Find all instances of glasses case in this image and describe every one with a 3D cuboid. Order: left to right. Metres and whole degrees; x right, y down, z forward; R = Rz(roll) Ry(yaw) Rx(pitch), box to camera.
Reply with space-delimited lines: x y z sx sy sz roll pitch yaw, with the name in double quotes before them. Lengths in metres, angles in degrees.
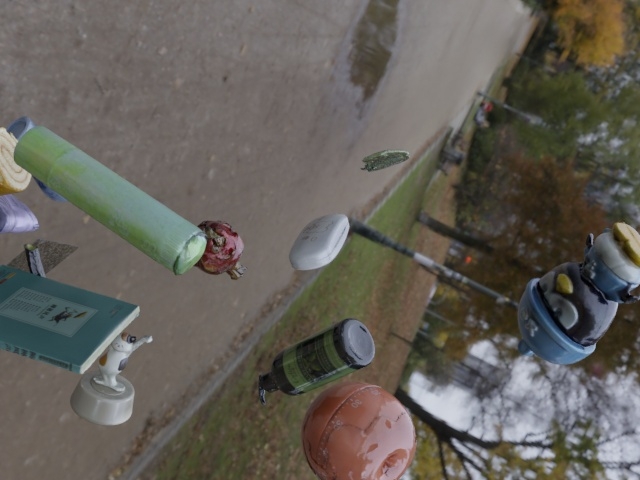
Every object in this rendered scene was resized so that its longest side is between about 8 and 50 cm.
"glasses case" 0.000 0.000 1.336 0.193 0.074 0.049 -60 137 -62

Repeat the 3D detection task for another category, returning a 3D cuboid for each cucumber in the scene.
"cucumber" -0.703 0.072 1.914 0.033 0.034 0.134 -22 107 -49

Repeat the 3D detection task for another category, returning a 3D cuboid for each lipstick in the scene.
"lipstick" -0.298 -0.058 1.102 0.076 0.304 0.076 -54 170 -15

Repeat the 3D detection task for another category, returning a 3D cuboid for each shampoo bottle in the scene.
"shampoo bottle" -0.025 0.250 1.559 0.284 0.101 0.101 -30 -166 34

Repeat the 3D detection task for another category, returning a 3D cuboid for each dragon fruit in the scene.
"dragon fruit" -0.225 0.034 1.766 0.125 0.125 0.246 -43 151 -3

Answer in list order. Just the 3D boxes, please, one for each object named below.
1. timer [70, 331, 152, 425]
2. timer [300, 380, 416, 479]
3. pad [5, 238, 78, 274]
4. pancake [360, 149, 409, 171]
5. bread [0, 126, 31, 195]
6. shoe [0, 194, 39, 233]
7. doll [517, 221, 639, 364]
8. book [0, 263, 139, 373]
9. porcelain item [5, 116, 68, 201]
"timer" -0.577 0.356 2.157 0.175 0.175 0.266 -42 155 -71
"timer" 0.079 0.411 1.611 0.230 0.215 0.229 -17 118 -35
"pad" -0.743 0.055 2.034 0.158 0.003 0.235 -39 172 2
"pancake" 0.151 -0.186 1.808 0.129 0.116 0.022 103 -27 -80
"bread" -0.663 -0.165 1.597 0.122 0.073 0.149 -83 158 -53
"shoe" -0.817 -0.096 1.954 0.095 0.245 0.138 -54 154 9
"doll" 0.458 0.106 1.396 0.314 0.141 0.177 -57 -146 33
"book" -0.640 0.169 1.764 0.264 0.379 0.031 -55 158 -58
"porcelain item" -0.656 -0.188 1.899 0.141 0.141 0.259 -61 141 -17
